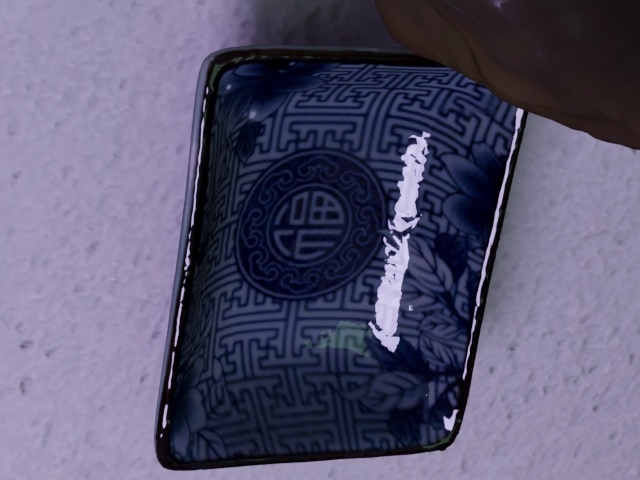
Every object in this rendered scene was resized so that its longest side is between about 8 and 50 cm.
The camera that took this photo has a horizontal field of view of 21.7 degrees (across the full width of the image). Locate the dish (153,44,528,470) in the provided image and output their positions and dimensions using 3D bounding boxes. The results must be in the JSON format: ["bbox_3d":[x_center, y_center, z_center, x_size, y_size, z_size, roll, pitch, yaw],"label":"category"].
[{"bbox_3d":[0.000,0.000,0.903,0.182,0.080,0.243,-1,116,-22],"label":"dish"}]

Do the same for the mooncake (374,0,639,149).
[{"bbox_3d":[0.148,-0.204,0.753,0.324,0.187,0.324,-11,112,-28],"label":"mooncake"}]
